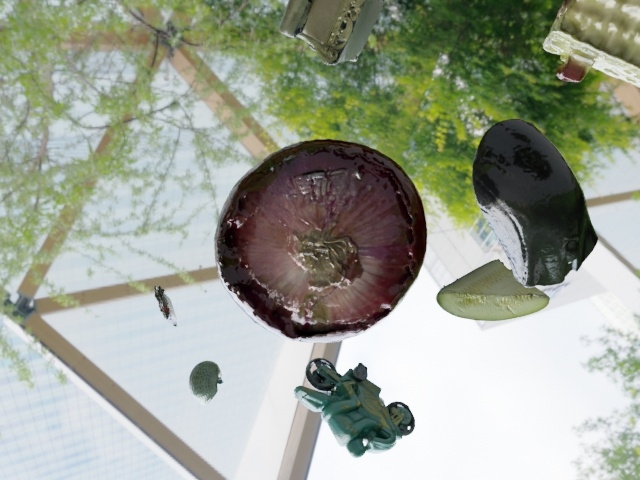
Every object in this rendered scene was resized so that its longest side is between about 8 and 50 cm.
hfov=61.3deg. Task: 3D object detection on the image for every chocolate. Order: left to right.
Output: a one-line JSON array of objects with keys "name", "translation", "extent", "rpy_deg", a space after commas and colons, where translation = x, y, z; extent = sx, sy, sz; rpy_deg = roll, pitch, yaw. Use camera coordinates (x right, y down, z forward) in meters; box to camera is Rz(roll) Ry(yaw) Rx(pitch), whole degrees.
[{"name": "chocolate", "translation": [-0.366, 0.160, 1.278], "extent": [0.028, 0.182, 0.086], "rpy_deg": [-20, -102, -13]}]

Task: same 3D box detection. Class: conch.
[{"name": "conch", "translation": [-0.210, 0.255, 0.974], "extent": [0.056, 0.085, 0.076], "rpy_deg": [27, -106, -12]}]

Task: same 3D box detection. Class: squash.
[{"name": "squash", "translation": [0.400, 0.155, 1.283], "extent": [0.252, 0.093, 0.169], "rpy_deg": [-21, -134, -36]}]

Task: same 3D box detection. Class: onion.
[{"name": "onion", "translation": [-0.001, -0.002, 0.631], "extent": [0.247, 0.248, 0.161], "rpy_deg": [10, -157, -11]}]

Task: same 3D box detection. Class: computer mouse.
[{"name": "computer mouse", "translation": [0.315, -0.045, 0.770], "extent": [0.147, 0.264, 0.088], "rpy_deg": [-35, -161, -11]}]

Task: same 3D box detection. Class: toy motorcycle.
[{"name": "toy motorcycle", "translation": [0.076, 0.397, 1.245], "extent": [0.296, 0.109, 0.198], "rpy_deg": [34, -141, 2]}]

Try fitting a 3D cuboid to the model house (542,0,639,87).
[{"name": "model house", "translation": [0.361, -0.257, 0.537], "extent": [0.195, 0.254, 0.160], "rpy_deg": [29, -166, 11]}]

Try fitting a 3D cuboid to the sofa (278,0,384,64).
[{"name": "sofa", "translation": [0.014, -0.471, 1.046], "extent": [0.181, 0.200, 0.258], "rpy_deg": [28, -154, 5]}]
